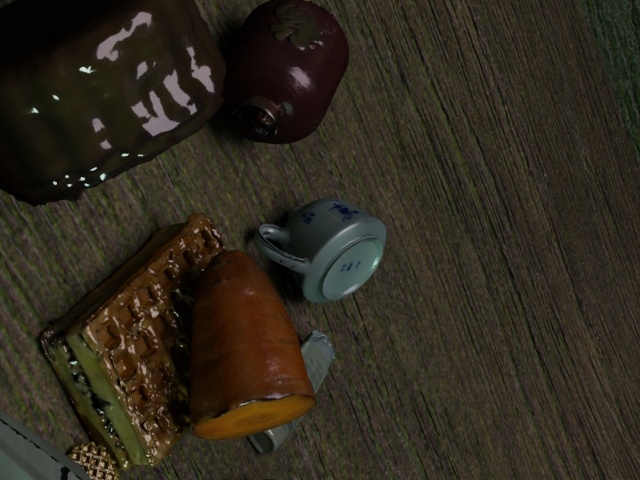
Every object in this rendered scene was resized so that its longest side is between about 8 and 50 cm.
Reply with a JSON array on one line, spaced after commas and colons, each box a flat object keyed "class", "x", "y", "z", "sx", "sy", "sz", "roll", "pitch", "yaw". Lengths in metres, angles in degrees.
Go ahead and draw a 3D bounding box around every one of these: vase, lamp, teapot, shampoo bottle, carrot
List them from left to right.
[{"class": "vase", "x": -0.342, "y": 0.244, "z": 1.554, "sx": 0.360, "sy": 0.165, "sz": 0.165, "roll": 68, "pitch": 30, "yaw": -53}, {"class": "carrot", "x": -0.105, "y": 0.123, "z": 1.884, "sx": 0.159, "sy": 0.159, "sz": 0.225, "roll": 7, "pitch": 65, "yaw": -55}, {"class": "lamp", "x": -0.062, "y": -0.244, "z": 2.175, "sx": 0.180, "sy": 0.180, "sz": 0.258, "roll": 56, "pitch": 42, "yaw": -31}, {"class": "shampoo bottle", "x": -0.041, "y": 0.218, "z": 2.177, "sx": 0.072, "sy": 0.049, "sz": 0.212, "roll": 59, "pitch": 40, "yaw": -21}, {"class": "teapot", "x": 0.000, "y": 0.000, "z": 2.233, "sx": 0.232, "sy": 0.159, "sz": 0.159, "roll": -11, "pitch": 91, "yaw": -46}]

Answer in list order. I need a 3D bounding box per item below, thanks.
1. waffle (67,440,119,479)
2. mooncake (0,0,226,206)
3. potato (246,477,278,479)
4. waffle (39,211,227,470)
[{"class": "waffle", "x": -0.279, "y": 0.286, "z": 1.822, "sx": 0.078, "sy": 0.016, "sz": 0.085, "roll": -14, "pitch": 90, "yaw": -37}, {"class": "mooncake", "x": -0.271, "y": -0.184, "z": 1.718, "sx": 0.187, "sy": 0.324, "sz": 0.324, "roll": 63, "pitch": 37, "yaw": -25}, {"class": "potato", "x": -0.077, "y": 0.371, "z": 2.061, "sx": 0.138, "sy": 0.070, "sz": 0.092, "roll": 15, "pitch": 70, "yaw": -54}, {"class": "waffle", "x": -0.204, "y": 0.123, "z": 1.927, "sx": 0.308, "sy": 0.091, "sz": 0.213, "roll": -48, "pitch": 120, "yaw": -50}]
